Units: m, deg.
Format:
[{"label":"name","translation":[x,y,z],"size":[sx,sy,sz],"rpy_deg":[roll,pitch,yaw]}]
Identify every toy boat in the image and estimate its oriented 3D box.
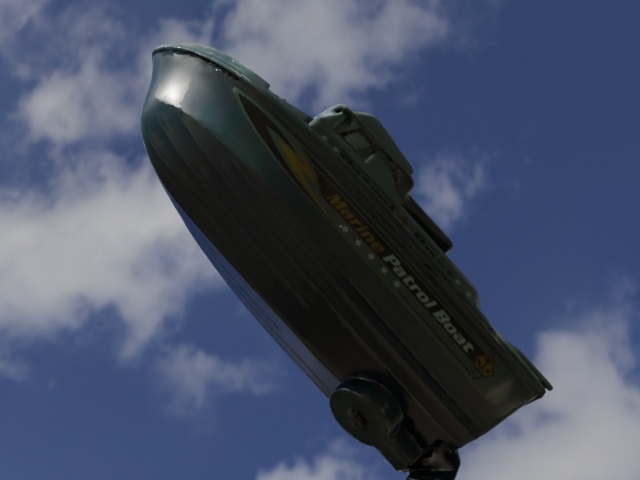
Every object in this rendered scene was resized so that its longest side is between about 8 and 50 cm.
[{"label":"toy boat","translation":[0.003,0.000,0.679],"size":[0.296,0.122,0.114],"rpy_deg":[50,-35,2]}]
